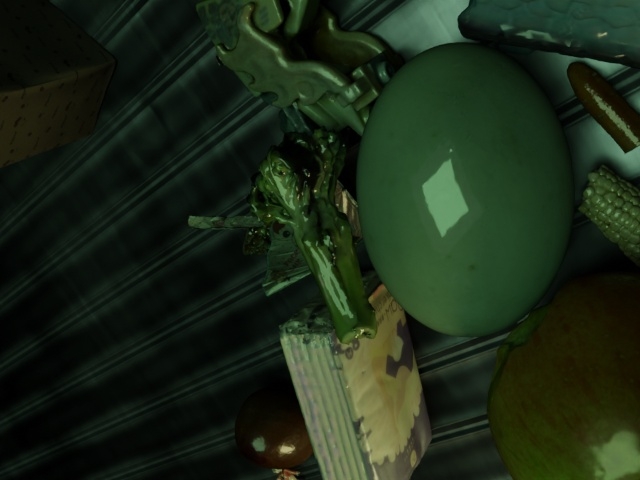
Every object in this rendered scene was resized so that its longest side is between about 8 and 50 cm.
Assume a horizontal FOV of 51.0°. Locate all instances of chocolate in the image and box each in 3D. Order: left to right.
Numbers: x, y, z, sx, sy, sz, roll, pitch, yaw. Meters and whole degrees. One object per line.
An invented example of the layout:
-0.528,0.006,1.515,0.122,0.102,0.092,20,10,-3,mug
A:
-0.088,0.367,1.285,0.177,0.177,0.176,12,116,24,chocolate

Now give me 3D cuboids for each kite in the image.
-0.056,-0.030,1.090,0.314,0.011,0.335,4,126,-6,kite

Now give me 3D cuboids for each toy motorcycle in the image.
-0.042,-0.307,0.958,0.237,0.169,0.410,-18,112,42,toy motorcycle

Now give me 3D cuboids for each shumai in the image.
-0.080,-0.016,1.158,0.087,0.099,0.123,20,137,-1,shumai

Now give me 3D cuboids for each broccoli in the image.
0.007,-0.003,0.936,0.165,0.145,0.304,-36,70,57,broccoli

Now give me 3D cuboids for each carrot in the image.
0.365,-0.174,0.863,0.139,0.048,0.048,48,125,5,carrot

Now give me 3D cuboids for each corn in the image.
0.426,-0.009,0.884,0.211,0.087,0.087,41,125,11,corn

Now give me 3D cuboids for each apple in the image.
0.370,0.211,0.801,0.340,0.339,0.339,12,116,24,apple

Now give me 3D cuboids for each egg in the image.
0.185,-0.057,0.873,0.276,0.276,0.389,4,116,28,egg

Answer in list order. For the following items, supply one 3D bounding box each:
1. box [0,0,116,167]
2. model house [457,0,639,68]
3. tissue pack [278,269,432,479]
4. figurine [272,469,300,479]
-0.558,-0.281,1.178,0.225,0.297,0.190,40,128,8,box
0.343,-0.299,0.715,0.360,0.339,0.297,13,74,9,model house
0.069,0.238,1.090,0.125,0.242,0.343,-4,109,31,tissue pack
-0.072,0.482,1.397,0.064,0.047,0.109,-30,104,28,figurine
